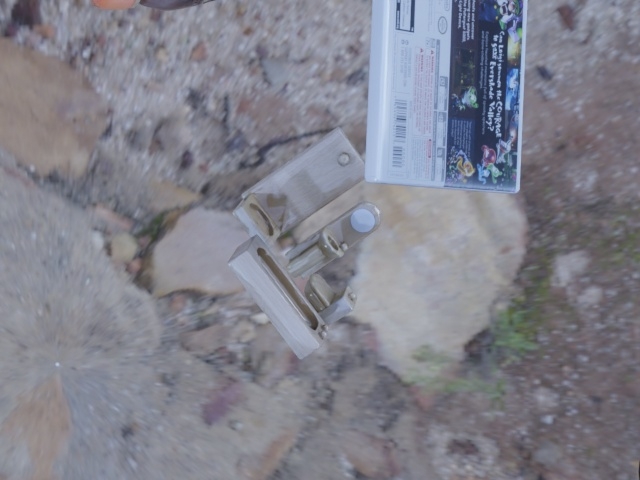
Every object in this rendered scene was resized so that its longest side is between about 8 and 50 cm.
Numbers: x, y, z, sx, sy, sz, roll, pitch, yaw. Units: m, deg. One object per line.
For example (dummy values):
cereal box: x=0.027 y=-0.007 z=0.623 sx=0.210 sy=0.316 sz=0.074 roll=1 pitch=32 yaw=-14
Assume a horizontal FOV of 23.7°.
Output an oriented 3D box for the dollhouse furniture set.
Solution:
dollhouse furniture set: x=0.000 y=0.000 z=1.446 sx=0.123 sy=0.151 sz=0.144 roll=-34 pitch=99 yaw=18

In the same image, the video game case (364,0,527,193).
video game case: x=0.110 y=-0.139 z=1.305 sx=0.173 sy=0.022 sz=0.190 roll=2 pitch=90 yaw=-40

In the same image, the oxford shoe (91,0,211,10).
oxford shoe: x=-0.069 y=-0.292 z=1.104 sx=0.132 sy=0.364 sz=0.130 roll=2 pitch=66 yaw=-22

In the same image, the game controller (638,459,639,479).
game controller: x=0.300 y=0.044 z=1.047 sx=0.067 sy=0.166 sz=0.319 roll=26 pitch=63 yaw=-4
